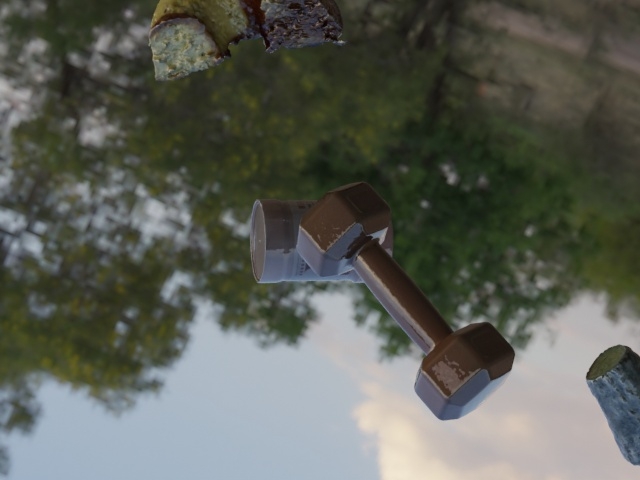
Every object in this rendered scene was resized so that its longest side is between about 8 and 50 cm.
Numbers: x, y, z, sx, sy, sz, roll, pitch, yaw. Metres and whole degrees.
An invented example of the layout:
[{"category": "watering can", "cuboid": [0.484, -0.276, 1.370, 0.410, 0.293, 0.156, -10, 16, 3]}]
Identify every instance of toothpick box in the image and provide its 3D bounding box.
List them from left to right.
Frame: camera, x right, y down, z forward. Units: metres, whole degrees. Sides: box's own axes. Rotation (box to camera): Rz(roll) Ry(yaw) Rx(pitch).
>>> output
[{"category": "toothpick box", "cuboid": [0.000, 0.000, 1.725, 0.149, 0.098, 0.098, 0, -165, -12]}]

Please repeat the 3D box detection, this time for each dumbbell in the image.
[{"category": "dumbbell", "cuboid": [0.072, 0.051, 1.335, 0.092, 0.082, 0.231, -19, -117, -48]}]

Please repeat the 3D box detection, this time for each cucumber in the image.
[{"category": "cucumber", "cuboid": [0.291, 0.152, 1.396, 0.112, 0.064, 0.064, 60, 179, -17]}]

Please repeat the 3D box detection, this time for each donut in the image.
[{"category": "donut", "cuboid": [-0.091, -0.258, 1.643, 0.141, 0.217, 0.085, -96, -13, -46]}]
